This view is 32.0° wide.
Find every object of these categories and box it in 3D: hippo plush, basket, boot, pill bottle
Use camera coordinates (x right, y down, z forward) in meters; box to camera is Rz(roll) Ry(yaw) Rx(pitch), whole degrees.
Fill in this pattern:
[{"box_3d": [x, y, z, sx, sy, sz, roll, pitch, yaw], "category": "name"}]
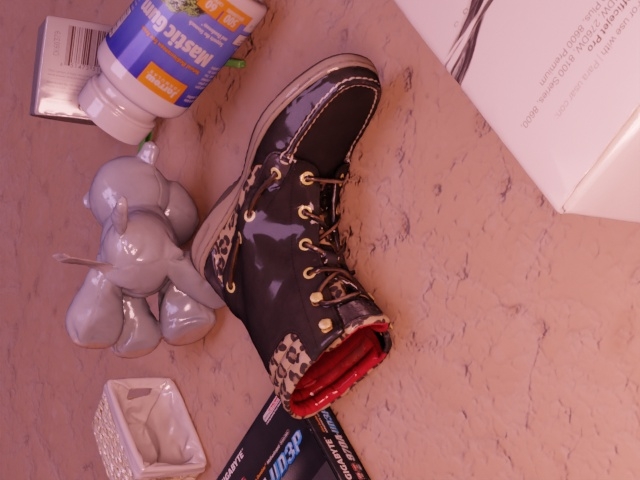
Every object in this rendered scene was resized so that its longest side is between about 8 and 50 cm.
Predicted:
[{"box_3d": [-0.275, 0.007, 1.571, 0.234, 0.294, 0.237, -39, 45, 15], "category": "hippo plush"}, {"box_3d": [-0.254, 0.293, 1.619, 0.103, 0.113, 0.167, -58, 45, 32], "category": "basket"}, {"box_3d": [0.000, 0.000, 1.318, 0.377, 0.138, 0.284, -52, 51, 29], "category": "boot"}, {"box_3d": [-0.213, -0.267, 1.554, 0.272, 0.152, 0.152, -48, 49, 15], "category": "pill bottle"}]

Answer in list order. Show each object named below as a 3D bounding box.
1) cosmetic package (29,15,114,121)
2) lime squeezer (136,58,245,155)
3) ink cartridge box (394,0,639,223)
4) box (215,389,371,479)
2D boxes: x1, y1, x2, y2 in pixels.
[{"box_3d": [-0.374, -0.262, 1.769, 0.183, 0.151, 0.152, -164, 81, -73], "category": "cosmetic package"}, {"box_3d": [-0.226, -0.229, 1.694, 0.310, 0.058, 0.110, -36, 58, 43], "category": "lime squeezer"}, {"box_3d": [0.227, -0.197, 0.915, 0.166, 0.285, 0.395, -57, 46, 32], "category": "ink cartridge box"}, {"box_3d": [-0.041, 0.304, 1.397, 0.220, 0.051, 0.175, -58, 45, 30], "category": "box"}]
